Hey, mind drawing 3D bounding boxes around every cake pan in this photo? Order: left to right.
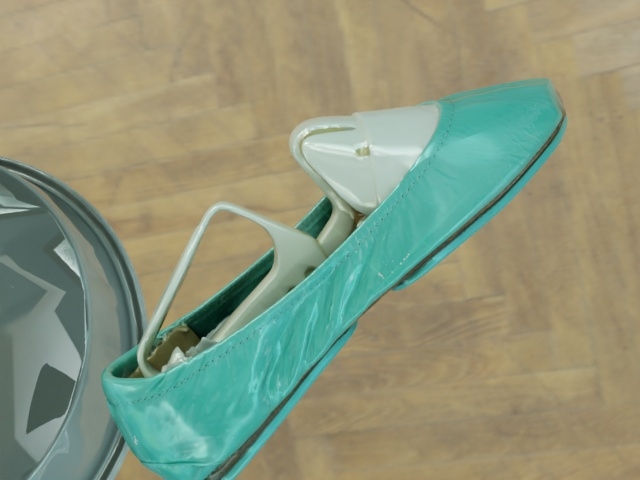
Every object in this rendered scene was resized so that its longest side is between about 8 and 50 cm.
[{"bbox_3d":[-0.248,0.071,0.882,0.293,0.054,0.293,-4,68,10],"label":"cake pan"}]

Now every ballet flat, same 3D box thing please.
[{"bbox_3d":[0.000,0.000,0.648,0.247,0.083,0.087,-46,109,-1],"label":"ballet flat"}]
